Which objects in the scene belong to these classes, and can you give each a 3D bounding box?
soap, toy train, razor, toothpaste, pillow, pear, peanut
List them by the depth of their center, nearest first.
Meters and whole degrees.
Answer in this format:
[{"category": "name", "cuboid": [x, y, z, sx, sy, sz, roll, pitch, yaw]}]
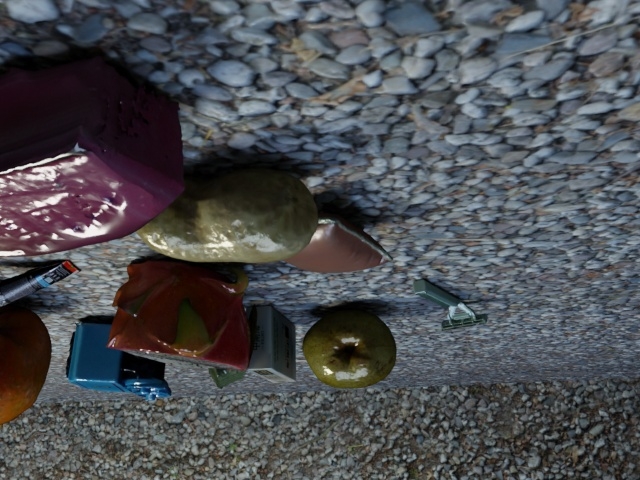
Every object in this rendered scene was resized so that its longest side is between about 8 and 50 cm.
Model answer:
[{"category": "soap", "cuboid": [-0.306, -0.076, 0.755, 0.324, 0.127, 0.220, -9, 158, 24]}, {"category": "peanut", "cuboid": [-0.130, -0.034, 0.902, 0.253, 0.122, 0.137, -1, 152, 13]}, {"category": "pillow", "cuboid": [0.000, 0.000, 1.071, 0.171, 0.075, 0.179, -8, 158, 34]}, {"category": "toothpaste", "cuboid": [-0.545, 0.081, 1.281, 0.193, 0.045, 0.071, -22, 163, -6]}, {"category": "razor", "cuboid": [0.275, 0.136, 1.546, 0.111, 0.056, 0.278, -14, 151, 28]}, {"category": "pear", "cuboid": [0.068, 0.259, 1.660, 0.228, 0.188, 0.211, 0, 164, 3]}, {"category": "toy train", "cuboid": [-0.510, 0.309, 1.790, 0.264, 0.188, 0.300, 5, 162, -6]}]

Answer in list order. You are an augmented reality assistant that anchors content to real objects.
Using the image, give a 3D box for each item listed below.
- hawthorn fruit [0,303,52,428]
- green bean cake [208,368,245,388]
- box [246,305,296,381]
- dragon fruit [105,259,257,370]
[{"category": "hawthorn fruit", "cuboid": [-0.731, 0.293, 1.520, 0.276, 0.277, 0.298, 1, 117, 0]}, {"category": "green bean cake", "cuboid": [-0.227, 0.228, 1.549, 0.094, 0.185, 0.183, -16, 163, -16]}, {"category": "box", "cuboid": [-0.120, 0.262, 1.714, 0.067, 0.155, 0.243, -4, 160, 11]}, {"category": "dragon fruit", "cuboid": [-0.263, 0.140, 1.324, 0.290, 0.189, 0.291, 7, 163, 2]}]
